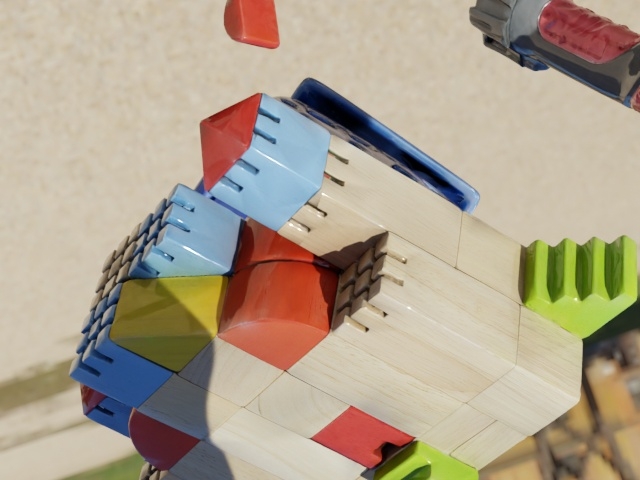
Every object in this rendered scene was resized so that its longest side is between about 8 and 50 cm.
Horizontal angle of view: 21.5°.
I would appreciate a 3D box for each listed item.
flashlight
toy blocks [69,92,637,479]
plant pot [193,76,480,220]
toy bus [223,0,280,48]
[{"bbox_3d":[0.252,-0.174,1.448,0.103,0.304,0.103,-45,135,-7],"label":"flashlight"},{"bbox_3d":[-0.029,0.072,1.055,0.261,0.190,0.381,29,134,-19],"label":"toy blocks"},{"bbox_3d":[0.000,0.000,1.553,0.236,0.236,0.212,-56,180,24],"label":"plant pot"},{"bbox_3d":[-0.058,-0.232,1.032,0.104,0.191,0.202,-27,-146,44],"label":"toy bus"}]
